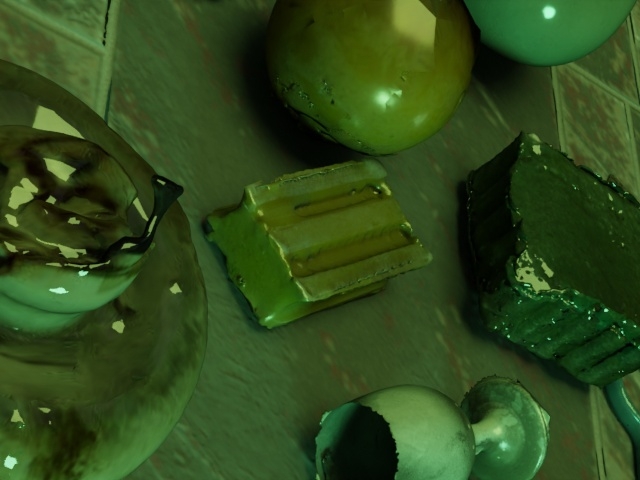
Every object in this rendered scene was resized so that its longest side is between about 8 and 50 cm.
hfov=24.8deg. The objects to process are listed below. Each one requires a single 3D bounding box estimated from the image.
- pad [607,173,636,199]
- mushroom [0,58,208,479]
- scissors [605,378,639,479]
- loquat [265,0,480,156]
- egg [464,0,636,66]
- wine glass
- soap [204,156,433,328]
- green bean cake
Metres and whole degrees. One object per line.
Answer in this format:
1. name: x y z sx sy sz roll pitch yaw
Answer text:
1. pad: 0.414 0.027 1.940 0.158 0.003 0.235 45 40 -13
2. mushroom: -0.231 0.014 1.047 0.362 0.294 0.362 24 49 -31
3. scissors: 0.400 0.322 1.694 0.192 0.029 0.447 34 43 -24
4. loquat: 0.054 -0.203 1.552 0.235 0.235 0.235 26 47 -32
5. egg: 0.289 -0.392 1.889 0.276 0.276 0.389 31 43 -27
6. wine glass: 0.109 0.197 1.410 0.241 0.126 0.126 2 63 -47
7. soap: 0.001 -0.001 1.476 0.233 0.076 0.135 -17 76 -51
8. green bean cake: 0.285 0.025 1.708 0.255 0.132 0.241 26 47 -29
